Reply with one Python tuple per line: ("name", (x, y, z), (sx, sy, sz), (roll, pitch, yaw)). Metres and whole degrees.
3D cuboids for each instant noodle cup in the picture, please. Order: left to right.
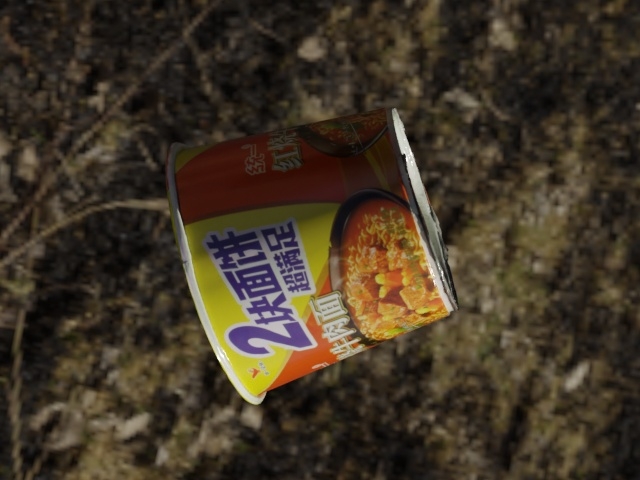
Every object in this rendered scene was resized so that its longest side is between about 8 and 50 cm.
("instant noodle cup", (0.000, 0.000, 1.121), (0.213, 0.174, 0.213), (-18, 90, -83))
